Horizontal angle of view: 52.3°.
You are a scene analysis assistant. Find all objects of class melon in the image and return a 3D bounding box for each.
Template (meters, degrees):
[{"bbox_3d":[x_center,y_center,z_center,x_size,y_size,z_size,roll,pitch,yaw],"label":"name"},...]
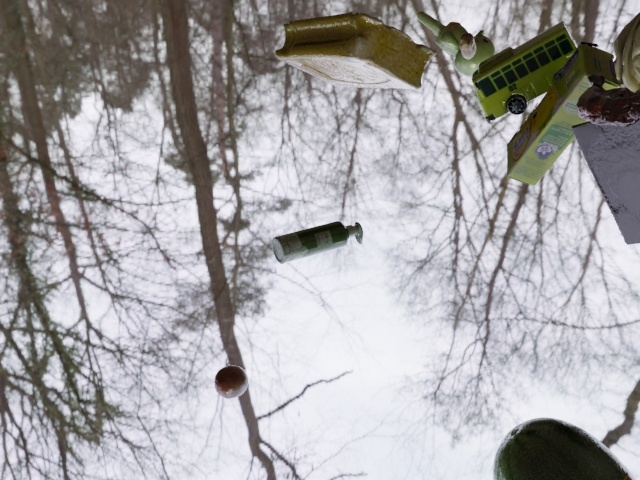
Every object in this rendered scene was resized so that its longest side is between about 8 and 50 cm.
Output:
[{"bbox_3d":[0.352,0.377,0.877,0.182,0.182,0.287,-23,-102,-31],"label":"melon"}]

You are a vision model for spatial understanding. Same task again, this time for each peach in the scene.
[{"bbox_3d":[-0.212,0.333,1.538,0.083,0.083,0.083,4,-140,-3],"label":"peach"}]

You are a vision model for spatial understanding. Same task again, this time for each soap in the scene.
[{"bbox_3d":[0.063,-0.387,1.355,0.199,0.091,0.315,15,-175,-35],"label":"soap"}]

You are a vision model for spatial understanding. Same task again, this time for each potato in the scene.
[{"bbox_3d":[0.403,-0.534,1.785,0.040,0.083,0.051,26,-107,31],"label":"potato"}]

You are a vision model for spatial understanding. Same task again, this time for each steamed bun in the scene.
[{"bbox_3d":[0.779,-0.435,1.485,0.203,0.289,0.276,33,-96,13],"label":"steamed bun"}]

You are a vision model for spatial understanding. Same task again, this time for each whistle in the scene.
[{"bbox_3d":[0.431,-0.619,2.003,0.141,0.141,0.294,-36,-93,-39],"label":"whistle"}]

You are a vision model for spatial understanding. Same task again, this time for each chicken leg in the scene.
[{"bbox_3d":[0.442,-0.213,1.004,0.090,0.048,0.219,-28,-162,7],"label":"chicken leg"}]

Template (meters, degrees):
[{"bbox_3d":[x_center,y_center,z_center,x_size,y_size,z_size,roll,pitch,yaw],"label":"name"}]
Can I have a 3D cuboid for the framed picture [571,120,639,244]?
[{"bbox_3d":[0.578,-0.110,1.000,0.013,0.244,0.324,-43,-161,-33],"label":"framed picture"}]

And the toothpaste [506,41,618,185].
[{"bbox_3d":[0.519,-0.267,1.430,0.077,0.327,0.110,17,-129,-7],"label":"toothpaste"}]

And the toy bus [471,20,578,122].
[{"bbox_3d":[0.503,-0.411,1.596,0.262,0.150,0.128,-26,-164,28],"label":"toy bus"}]

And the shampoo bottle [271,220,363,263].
[{"bbox_3d":[0.000,0.000,1.405,0.205,0.065,0.065,-15,-136,-25],"label":"shampoo bottle"}]
